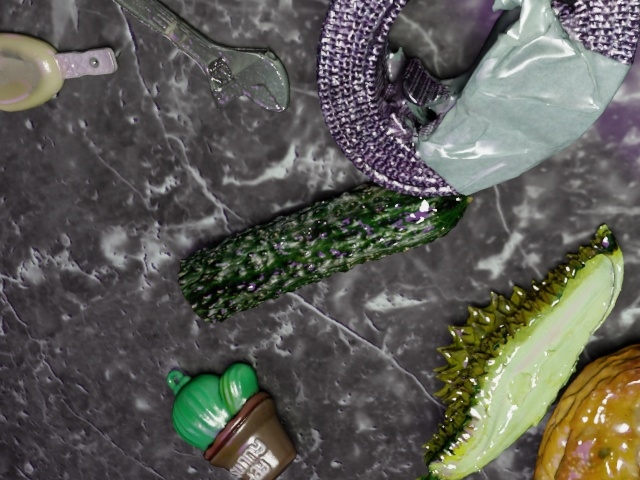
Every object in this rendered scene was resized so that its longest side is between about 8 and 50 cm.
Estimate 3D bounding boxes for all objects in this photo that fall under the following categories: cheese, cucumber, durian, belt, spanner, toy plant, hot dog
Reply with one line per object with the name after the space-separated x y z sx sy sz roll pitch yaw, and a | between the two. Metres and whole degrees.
-0.323 -0.205 1.071 0.192 0.037 0.097 -2 116 23 | cheese
0.000 0.000 1.006 0.359 0.096 0.096 -22 106 30 | cucumber
0.198 0.138 0.979 0.132 0.106 0.375 33 101 -8 | durian
0.137 -0.183 0.829 0.260 0.122 0.325 33 123 -9 | belt
-0.167 -0.240 0.994 0.325 0.026 0.093 38 123 2 | spanner
-0.119 0.227 1.177 0.200 0.105 0.143 43 116 11 | toy plant
0.366 0.295 0.948 0.267 0.174 0.387 6 123 32 | hot dog
